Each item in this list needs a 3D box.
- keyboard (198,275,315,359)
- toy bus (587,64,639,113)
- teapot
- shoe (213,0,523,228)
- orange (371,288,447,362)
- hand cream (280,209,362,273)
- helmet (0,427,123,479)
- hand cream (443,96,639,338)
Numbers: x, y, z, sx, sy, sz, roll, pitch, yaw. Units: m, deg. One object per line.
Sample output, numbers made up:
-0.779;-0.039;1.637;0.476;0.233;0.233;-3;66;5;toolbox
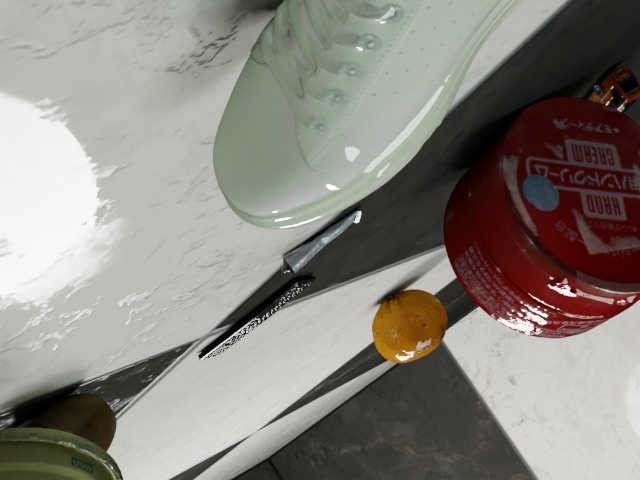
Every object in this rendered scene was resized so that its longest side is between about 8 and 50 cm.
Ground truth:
-0.071;0.087;1.009;0.155;0.010;0.053;-39;168;20;keyboard
0.320;-0.152;1.017;0.031;0.043;0.110;-30;167;-18;toy bus
-0.229;0.195;0.830;0.085;0.110;0.080;8;-147;37;teapot
0.023;-0.106;0.357;0.265;0.095;0.110;-45;158;23;shoe
0.150;0.140;1.530;0.135;0.117;0.135;-19;-175;2;orange
0.000;0.000;0.858;0.093;0.019;0.030;-38;167;-12;hand cream
-0.280;0.281;0.749;0.257;0.137;0.204;-39;128;22;helmet
0.250;-0.019;0.933;0.230;0.230;0.149;-27;163;-29;hand cream
